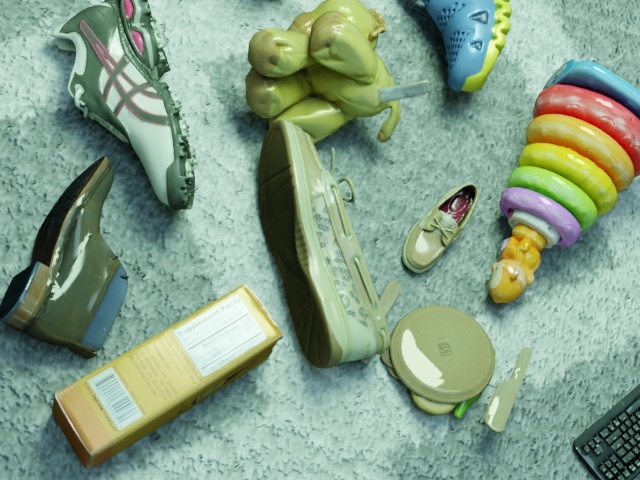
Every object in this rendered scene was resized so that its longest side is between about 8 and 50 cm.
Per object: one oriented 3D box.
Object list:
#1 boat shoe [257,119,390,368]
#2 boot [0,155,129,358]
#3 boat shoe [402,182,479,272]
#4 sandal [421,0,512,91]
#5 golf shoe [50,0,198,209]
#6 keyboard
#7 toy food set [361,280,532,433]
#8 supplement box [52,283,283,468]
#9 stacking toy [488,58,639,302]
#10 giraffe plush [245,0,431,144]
[{"bbox_3d":[0.000,0.000,1.173,0.089,0.104,0.285,-7,77,-27],"label":"boat shoe"},{"bbox_3d":[-0.249,0.019,1.114,0.106,0.082,0.219,37,57,-25],"label":"boot"},{"bbox_3d":[0.145,-0.020,1.249,0.050,0.045,0.135,36,64,-1],"label":"boat shoe"},{"bbox_3d":[0.164,-0.327,1.340,0.138,0.126,0.317,6,60,-11],"label":"sandal"},{"bbox_3d":[-0.213,-0.146,1.173,0.120,0.105,0.272,-18,69,-6],"label":"golf shoe"},{"bbox_3d":[0.391,0.234,1.241,0.180,0.023,0.108,-33,82,-24],"label":"keyboard"},{"bbox_3d":[0.136,0.135,1.197,0.192,0.038,0.132,28,59,7],"label":"toy food set"},{"bbox_3d":[-0.156,0.138,1.080,0.233,0.078,0.080,-28,77,-25],"label":"supplement box"},{"bbox_3d":[0.283,-0.052,1.265,0.166,0.175,0.301,34,78,0],"label":"stacking toy"},{"bbox_3d":[0.015,-0.226,1.239,0.210,0.181,0.170,0,48,-6],"label":"giraffe plush"}]
